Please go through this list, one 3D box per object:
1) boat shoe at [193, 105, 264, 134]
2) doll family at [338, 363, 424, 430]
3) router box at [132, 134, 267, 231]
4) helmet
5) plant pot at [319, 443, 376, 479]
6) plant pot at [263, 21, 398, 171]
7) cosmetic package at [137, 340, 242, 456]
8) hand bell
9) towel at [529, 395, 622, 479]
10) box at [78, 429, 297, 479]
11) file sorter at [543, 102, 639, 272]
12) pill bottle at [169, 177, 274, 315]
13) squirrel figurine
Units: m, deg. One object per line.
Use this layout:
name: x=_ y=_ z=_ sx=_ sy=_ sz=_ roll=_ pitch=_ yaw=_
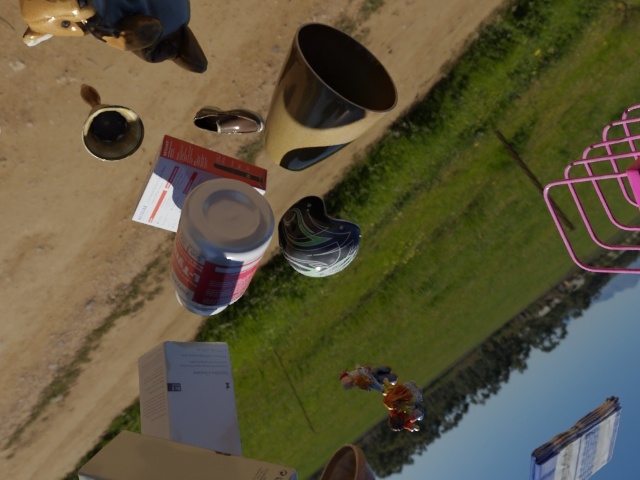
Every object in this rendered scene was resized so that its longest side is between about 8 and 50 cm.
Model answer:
boat shoe: x=-0.322 y=-0.399 z=1.809 sx=0.095 sy=0.257 sz=0.095 roll=-54 pitch=146 yaw=-45
doll family: x=0.167 y=0.385 z=1.388 sx=0.163 sy=0.262 sz=0.119 roll=1 pitch=116 yaw=-53
router box: x=-0.360 y=-0.132 z=1.544 sx=0.300 sy=0.082 sz=0.335 roll=17 pitch=144 yaw=-25
helmet: x=0.000 y=0.000 z=1.151 sx=0.169 sy=0.162 sz=0.169 roll=-28 pitch=150 yaw=-18
plant pot: x=0.082 y=0.689 z=1.429 sx=0.237 sy=0.109 sz=0.237 roll=-58 pitch=-170 yaw=17
plant pot: x=-0.009 y=-0.268 z=1.092 sx=0.237 sy=0.237 sz=0.254 roll=-16 pitch=158 yaw=-44
cosmetic package: x=-0.344 y=0.474 z=1.387 sx=0.217 sy=0.385 sz=0.156 roll=12 pitch=144 yaw=-44
hand bell: x=-0.491 y=-0.288 z=1.162 sx=0.126 sy=0.242 sz=0.126 roll=-24 pitch=137 yaw=-24
towel: x=0.572 y=0.489 z=1.189 sx=0.284 sy=0.034 sz=0.210 roll=-22 pitch=120 yaw=-23
box: x=-0.168 y=0.340 z=0.682 sx=0.094 sy=0.274 sz=0.113 roll=-41 pitch=132 yaw=-62
file sorter: x=0.562 y=-0.101 z=0.912 sx=0.290 sy=0.202 sz=0.182 roll=-38 pitch=-162 yaw=-23
pill bottle: x=-0.279 y=0.040 z=1.405 sx=0.228 sy=0.229 sz=0.408 roll=-23 pitch=160 yaw=-33
squirrel figurine: x=-0.501 y=-0.527 z=1.155 sx=0.370 sy=0.396 sz=0.281 roll=-31 pitch=138 yaw=-47
